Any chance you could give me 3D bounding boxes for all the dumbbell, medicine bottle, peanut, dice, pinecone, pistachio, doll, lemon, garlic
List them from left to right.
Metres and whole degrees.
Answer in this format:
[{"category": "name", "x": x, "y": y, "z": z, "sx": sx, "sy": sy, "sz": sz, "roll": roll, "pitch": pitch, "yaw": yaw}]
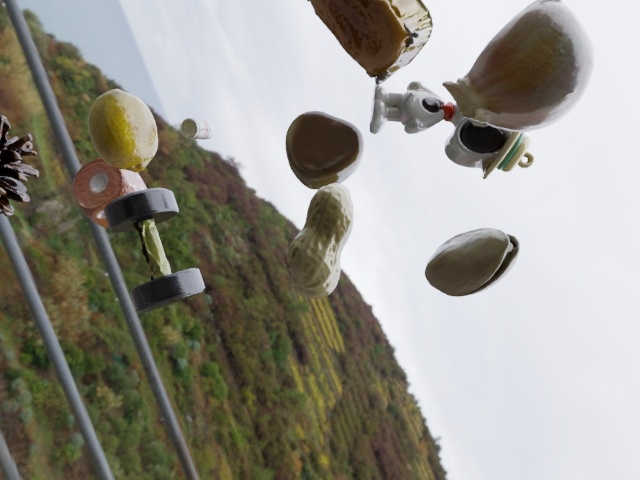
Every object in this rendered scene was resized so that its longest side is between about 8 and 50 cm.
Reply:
[{"category": "pinecone", "x": -0.675, "y": -0.137, "z": 1.073, "sx": 0.264, "sy": 0.264, "sz": 0.264, "roll": 158, "pitch": -90, "yaw": -81}, {"category": "dice", "x": -0.670, "y": -0.157, "z": 1.805, "sx": 0.173, "sy": 0.175, "sz": 0.179, "roll": 59, "pitch": 5, "yaw": 21}, {"category": "lemon", "x": -0.499, "y": -0.276, "z": 1.418, "sx": 0.170, "sy": 0.170, "sz": 0.207, "roll": -176, "pitch": -108, "yaw": -80}, {"category": "dumbbell", "x": -0.477, "y": 0.028, "z": 1.606, "sx": 0.204, "sy": 0.204, "sz": 0.322, "roll": 142, "pitch": -71, "yaw": -80}, {"category": "medicine bottle", "x": -0.339, "y": -0.308, "z": 1.541, "sx": 0.057, "sy": 0.057, "sz": 0.089, "roll": 68, "pitch": 23, "yaw": 1}, {"category": "peanut", "x": 0.000, "y": 0.000, "z": 1.186, "sx": 0.123, "sy": 0.124, "sz": 0.256, "roll": -155, "pitch": -100, "yaw": -77}, {"category": "doll", "x": 0.229, "y": -0.200, "z": 1.002, "sx": 0.144, "sy": 0.272, "sz": 0.207, "roll": 79, "pitch": 0, "yaw": -78}, {"category": "pistachio", "x": 0.316, "y": 0.046, "z": 1.180, "sx": 0.226, "sy": 0.136, "sz": 0.135, "roll": -32, "pitch": -102, "yaw": 43}, {"category": "garlic", "x": 0.312, "y": -0.256, "z": 0.770, "sx": 0.129, "sy": 0.266, "sz": 0.148, "roll": 21, "pitch": -18, "yaw": 49}]

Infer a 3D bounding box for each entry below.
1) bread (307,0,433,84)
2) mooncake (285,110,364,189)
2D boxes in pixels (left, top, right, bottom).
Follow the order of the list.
[{"category": "bread", "x": 0.072, "y": -0.399, "z": 0.946, "sx": 0.241, "sy": 0.107, "sz": 0.136, "roll": 54, "pitch": -39, "yaw": 7}, {"category": "mooncake", "x": 0.006, "y": -0.258, "z": 1.649, "sx": 0.117, "sy": 0.235, "sz": 0.234, "roll": 94, "pitch": -27, "yaw": -74}]
